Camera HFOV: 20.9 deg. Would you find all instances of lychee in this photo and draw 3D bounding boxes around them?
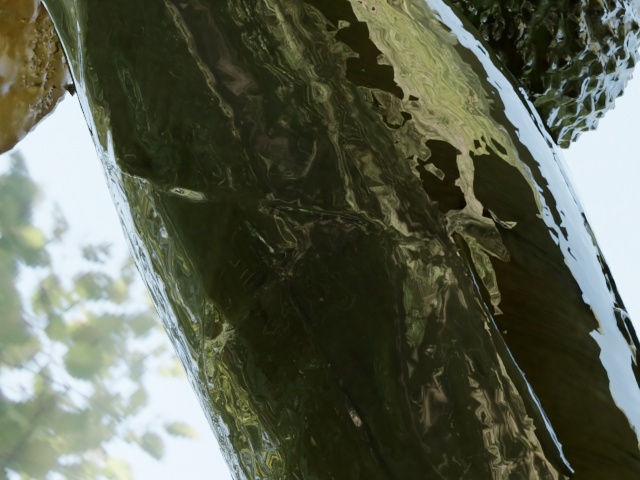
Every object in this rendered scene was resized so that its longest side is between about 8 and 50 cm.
[{"bbox_3d":[0.094,-0.117,0.886,0.171,0.171,0.171,-1,-107,4],"label":"lychee"}]

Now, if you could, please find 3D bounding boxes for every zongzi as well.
[{"bbox_3d":[0.000,0.000,0.636,0.174,0.393,0.356,-28,-138,11],"label":"zongzi"}]

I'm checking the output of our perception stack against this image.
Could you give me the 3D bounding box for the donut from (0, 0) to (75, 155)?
[{"bbox_3d":[-0.258,-0.164,1.048,0.108,0.277,0.277,14,-107,32],"label":"donut"}]
